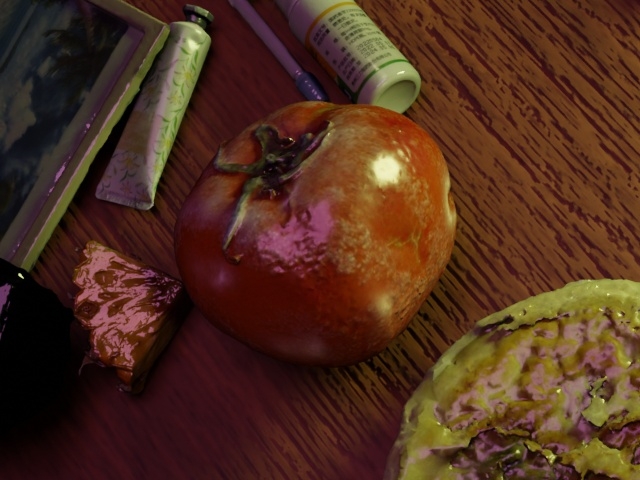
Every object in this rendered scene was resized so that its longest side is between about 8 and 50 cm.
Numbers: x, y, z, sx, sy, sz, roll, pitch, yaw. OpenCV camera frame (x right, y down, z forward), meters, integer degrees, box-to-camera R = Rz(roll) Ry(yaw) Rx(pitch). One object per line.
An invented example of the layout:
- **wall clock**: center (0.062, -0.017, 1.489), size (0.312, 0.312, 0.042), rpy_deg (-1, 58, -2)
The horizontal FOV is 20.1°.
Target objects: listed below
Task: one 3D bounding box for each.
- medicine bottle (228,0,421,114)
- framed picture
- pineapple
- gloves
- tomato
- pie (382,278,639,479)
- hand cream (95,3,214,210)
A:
- **medicine bottle**: center (-0.005, -0.185, 1.604), size (0.092, 0.061, 0.221), rpy_deg (-48, 60, 17)
- **framed picture**: center (-0.300, -0.108, 1.664), size (0.232, 0.024, 0.315), rpy_deg (29, 88, 26)
- **pineapple**: center (-0.159, 0.062, 1.554), size (0.116, 0.069, 0.137), rpy_deg (-17, 73, 5)
- **gloves**: center (-0.357, 0.093, 1.549), size (0.301, 0.152, 0.197), rpy_deg (10, 85, 18)
- **tomato**: center (-0.003, 0.000, 1.451), size (0.232, 0.188, 0.232), rpy_deg (-23, 31, 15)
- **pie**: center (0.204, 0.181, 1.368), size (0.339, 0.077, 0.339), rpy_deg (-7, 67, 16)
- **hand cream**: center (-0.146, -0.122, 1.632), size (0.067, 0.042, 0.194), rpy_deg (15, 77, 28)
